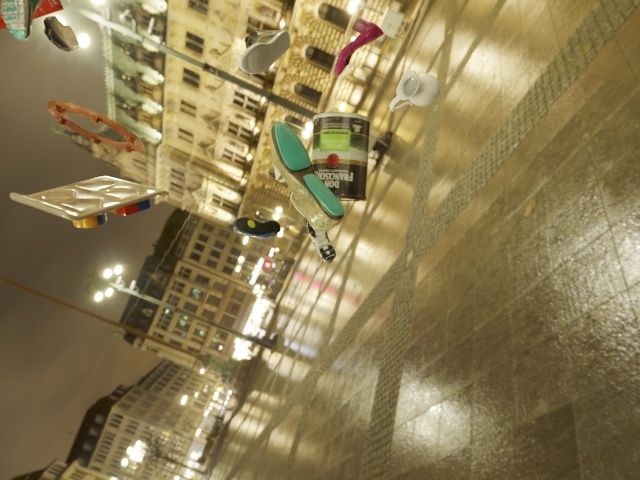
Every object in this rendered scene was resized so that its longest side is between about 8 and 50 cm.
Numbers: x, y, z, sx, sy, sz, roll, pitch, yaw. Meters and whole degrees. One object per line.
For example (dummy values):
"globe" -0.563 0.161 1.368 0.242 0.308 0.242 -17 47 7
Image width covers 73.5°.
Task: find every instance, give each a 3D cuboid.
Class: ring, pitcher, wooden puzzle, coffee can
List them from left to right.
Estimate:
"wooden puzzle" -0.712 -0.122 1.349 0.347 0.321 0.081 -26 -55 -53
"ring" -0.824 -0.404 1.577 0.336 0.336 0.032 132 155 -78
"coffee can" 0.065 -0.277 1.469 0.201 0.201 0.276 -133 46 -86
"pitcher" 0.376 -0.588 1.719 0.207 0.126 0.178 -15 -24 -48

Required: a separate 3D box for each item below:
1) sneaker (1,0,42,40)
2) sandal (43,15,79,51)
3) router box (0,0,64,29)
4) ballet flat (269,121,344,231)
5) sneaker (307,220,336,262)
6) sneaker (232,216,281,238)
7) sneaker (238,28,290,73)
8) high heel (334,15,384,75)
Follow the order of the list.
"sneaker" -0.574 -0.481 0.843 0.076 0.064 0.167 -32 -43 -65
"sandal" -0.822 -0.640 1.356 0.254 0.054 0.097 -135 26 -67
"router box" -0.883 -0.704 1.135 0.301 0.336 0.082 -25 -21 -9
"ballet flat" -0.064 -0.174 1.225 0.123 0.349 0.123 -32 -10 -6
"sneaker" 0.000 0.000 1.815 0.106 0.078 0.234 87 162 -66
"sneaker" -0.240 -0.035 1.547 0.082 0.209 0.069 -31 70 35
"sneaker" -0.253 -0.732 1.664 0.296 0.146 0.105 -52 -34 -35
"high heel" 0.145 -0.736 1.678 0.244 0.117 0.082 -58 0 37
